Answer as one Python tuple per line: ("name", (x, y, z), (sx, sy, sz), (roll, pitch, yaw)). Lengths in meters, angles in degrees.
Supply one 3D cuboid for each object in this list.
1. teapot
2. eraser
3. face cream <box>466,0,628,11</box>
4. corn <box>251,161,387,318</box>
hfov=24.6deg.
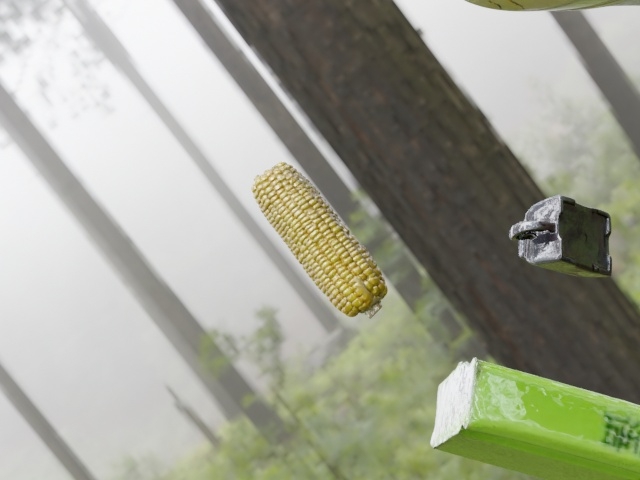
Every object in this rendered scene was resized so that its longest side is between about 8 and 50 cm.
("teapot", (0.302, 0.001, 1.886), (0.096, 0.087, 0.177), (-10, -17, 41))
("eraser", (0.279, 0.224, 1.709), (0.210, 0.274, 0.092), (114, 172, -73))
("face cream", (0.230, -0.231, 1.207), (0.173, 0.081, 0.348), (0, 9, 31))
("corn", (0.000, 0.000, 1.599), (0.068, 0.207, 0.068), (-35, -16, -11))
